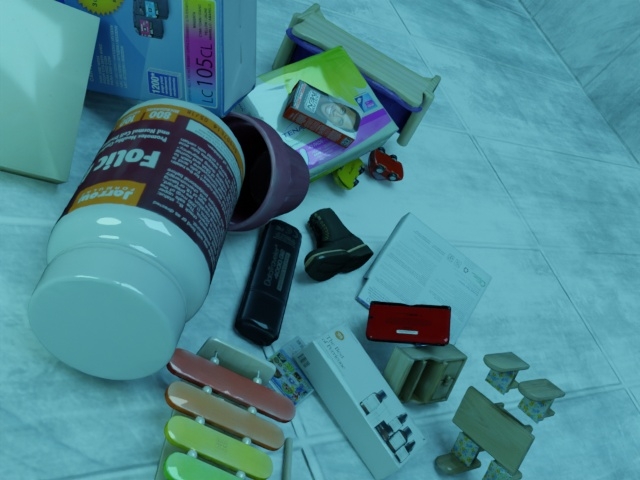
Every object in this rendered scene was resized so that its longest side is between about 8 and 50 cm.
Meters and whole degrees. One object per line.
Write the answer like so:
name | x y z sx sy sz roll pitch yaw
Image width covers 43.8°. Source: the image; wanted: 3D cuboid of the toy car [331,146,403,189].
toy car | 0.069 -0.217 1.750 0.239 0.053 0.225 -15 81 -50

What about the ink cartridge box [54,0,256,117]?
ink cartridge box | -0.312 -0.384 1.329 0.395 0.270 0.151 14 33 16

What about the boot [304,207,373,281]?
boot | 0.000 0.000 1.495 0.137 0.077 0.198 51 23 18

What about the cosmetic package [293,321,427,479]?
cosmetic package | 0.066 0.255 1.286 0.239 0.060 0.099 55 36 8

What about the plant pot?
plant pot | -0.118 -0.114 1.404 0.201 0.201 0.180 57 22 18

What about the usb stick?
usb stick | -0.085 0.065 1.362 0.077 0.045 0.278 26 39 -11

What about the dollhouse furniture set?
dollhouse furniture set | 0.232 0.281 1.313 0.161 0.212 0.242 3 26 -43

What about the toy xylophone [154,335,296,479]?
toy xylophone | -0.118 0.291 1.070 0.236 0.081 0.323 24 41 -25

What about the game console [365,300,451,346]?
game console | 0.158 0.155 1.413 0.144 0.085 0.124 3 45 10

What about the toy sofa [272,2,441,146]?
toy sofa | 0.075 -0.367 1.804 0.362 0.150 0.177 31 40 2

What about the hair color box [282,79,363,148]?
hair color box | 0.006 -0.241 1.524 0.141 0.043 0.072 24 62 -16

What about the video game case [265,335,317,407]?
video game case | -0.043 0.212 1.281 0.087 0.011 0.122 49 36 7

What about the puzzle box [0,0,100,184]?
puzzle box | -0.538 -0.259 1.132 0.409 0.052 0.272 15 80 -34

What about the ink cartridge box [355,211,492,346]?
ink cartridge box | 0.200 0.096 1.567 0.223 0.045 0.224 38 65 -7

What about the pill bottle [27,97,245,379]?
pill bottle | -0.249 -0.012 1.130 0.224 0.224 0.392 31 37 -17

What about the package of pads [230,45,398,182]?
package of pads | -0.019 -0.249 1.600 0.296 0.101 0.229 -30 84 -32
